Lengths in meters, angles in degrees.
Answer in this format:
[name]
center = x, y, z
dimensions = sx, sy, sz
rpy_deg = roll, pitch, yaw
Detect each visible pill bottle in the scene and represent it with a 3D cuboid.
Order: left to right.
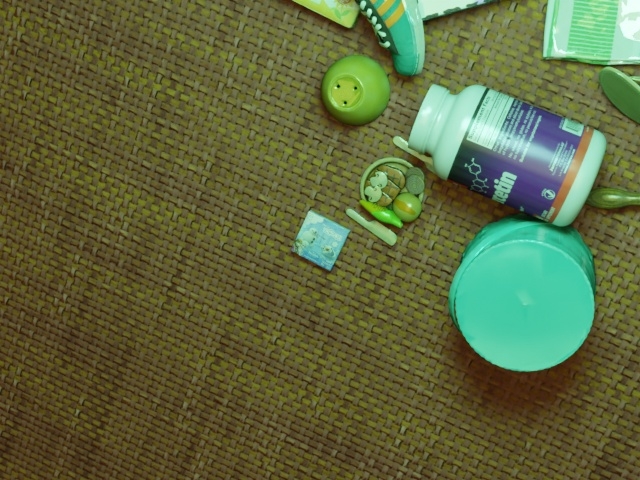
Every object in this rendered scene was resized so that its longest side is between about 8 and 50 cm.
[pill bottle]
center = 0.327, -0.161, 1.743
dimensions = 0.323, 0.181, 0.181
rpy_deg = 23, 105, 8

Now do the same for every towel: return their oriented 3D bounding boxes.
[towel]
center = 0.564, -0.425, 1.714
dimensions = 0.325, 0.038, 0.248
rpy_deg = 6, 101, 12

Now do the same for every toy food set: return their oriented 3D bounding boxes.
[toy food set]
center = 0.139, -0.094, 1.873
dimensions = 0.132, 0.038, 0.192
rpy_deg = 33, 106, 5

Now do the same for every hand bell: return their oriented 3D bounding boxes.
[hand bell]
center = 0.587, -0.072, 1.758
dimensions = 0.242, 0.126, 0.126
rpy_deg = 3, 101, 26

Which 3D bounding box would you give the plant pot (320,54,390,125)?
[plant pot]
center = 0.057, -0.278, 1.828
dimensions = 0.134, 0.095, 0.134
rpy_deg = 2, 101, 12

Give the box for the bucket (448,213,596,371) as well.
[bucket]
center = 0.370, 0.096, 1.781
dimensions = 0.281, 0.183, 0.281
rpy_deg = 2, 101, 13

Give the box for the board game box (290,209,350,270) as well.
[board game box]
center = 0.000, 0.000, 1.933
dimensions = 0.090, 0.020, 0.090
rpy_deg = 27, 104, 7

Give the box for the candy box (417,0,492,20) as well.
[candy box]
center = 0.255, -0.497, 1.754
dimensions = 0.196, 0.070, 0.165
rpy_deg = -13, 98, 14

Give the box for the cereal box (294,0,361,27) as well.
[cereal box]
center = 0.034, -0.537, 1.809
dimensions = 0.173, 0.047, 0.240
rpy_deg = 28, 104, 5

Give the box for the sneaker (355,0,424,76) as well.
[sneaker]
center = 0.103, -0.433, 1.754
dimensions = 0.121, 0.108, 0.302
rpy_deg = -17, 107, -6

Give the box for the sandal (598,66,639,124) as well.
[sandal]
center = 0.598, -0.241, 1.734
dimensions = 0.240, 0.088, 0.079
rpy_deg = 43, 75, -5
